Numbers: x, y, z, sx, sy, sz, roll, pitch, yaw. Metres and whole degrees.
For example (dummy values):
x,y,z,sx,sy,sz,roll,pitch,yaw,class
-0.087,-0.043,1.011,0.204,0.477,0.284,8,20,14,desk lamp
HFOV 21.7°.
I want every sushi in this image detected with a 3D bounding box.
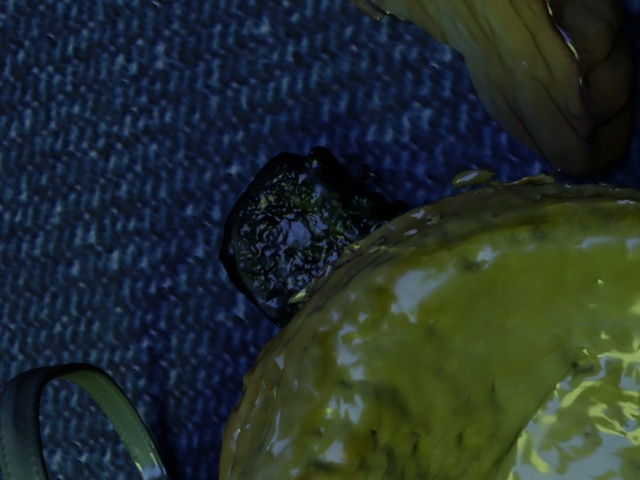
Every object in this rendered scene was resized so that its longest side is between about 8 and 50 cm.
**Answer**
x,y,z,sx,sy,sz,roll,pitch,yaw,class
0.000,0.000,0.831,0.083,0.056,0.084,42,110,31,sushi

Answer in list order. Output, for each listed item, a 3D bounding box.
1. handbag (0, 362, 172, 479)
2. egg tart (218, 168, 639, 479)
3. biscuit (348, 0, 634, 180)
x,y,z,sx,sy,sz,roll,pitch,yaw,class
-0.081,0.153,0.769,0.079,0.256,0.219,-23,80,4,handbag
0.110,0.126,0.697,0.315,0.120,0.314,-1,79,7,egg tart
0.085,-0.117,0.772,0.183,0.061,0.118,48,153,21,biscuit
